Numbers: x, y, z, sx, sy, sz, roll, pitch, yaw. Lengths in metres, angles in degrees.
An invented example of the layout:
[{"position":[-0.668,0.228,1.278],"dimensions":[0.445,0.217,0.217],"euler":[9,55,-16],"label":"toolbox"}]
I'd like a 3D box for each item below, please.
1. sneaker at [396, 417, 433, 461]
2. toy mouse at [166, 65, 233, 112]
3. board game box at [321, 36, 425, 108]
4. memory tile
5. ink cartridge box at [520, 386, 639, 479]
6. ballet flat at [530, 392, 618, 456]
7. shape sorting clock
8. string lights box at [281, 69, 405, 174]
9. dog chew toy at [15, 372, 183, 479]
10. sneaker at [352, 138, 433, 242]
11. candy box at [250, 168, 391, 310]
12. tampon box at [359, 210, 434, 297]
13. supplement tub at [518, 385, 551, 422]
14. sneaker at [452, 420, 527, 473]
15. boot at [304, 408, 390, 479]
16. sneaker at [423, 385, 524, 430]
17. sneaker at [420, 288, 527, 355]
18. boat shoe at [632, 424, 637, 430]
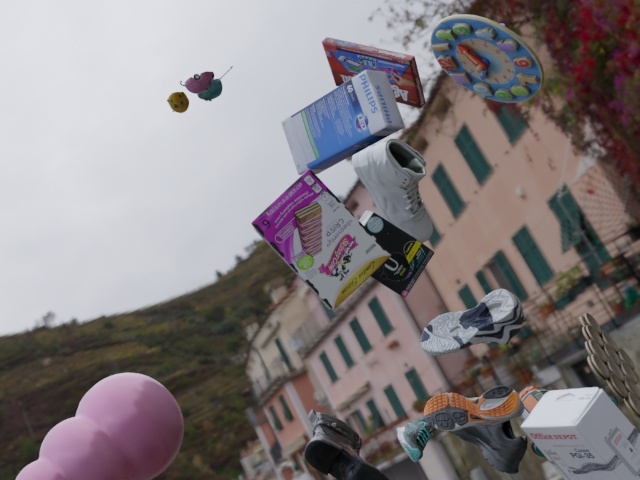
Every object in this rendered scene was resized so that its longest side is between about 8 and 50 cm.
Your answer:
[{"position":[0.211,0.424,1.823],"dimensions":[0.076,0.065,0.166],"euler":[-34,5,3],"label":"sneaker"},{"position":[-0.222,-0.287,1.593],"dimensions":[0.143,0.031,0.161],"euler":[-28,-6,-5],"label":"toy mouse"},{"position":[0.132,-0.425,2.115],"dimensions":[0.027,0.281,0.145],"euler":[-49,-41,-24],"label":"board game box"},{"position":[0.398,0.168,1.148],"dimensions":[0.012,0.113,0.148],"euler":[-40,11,26],"label":"memory tile"},{"position":[0.606,0.467,1.830],"dimensions":[0.117,0.283,0.207],"euler":[-43,5,-24],"label":"ink cartridge box"},{"position":[0.718,0.514,2.405],"dimensions":[0.280,0.095,0.096],"euler":[-36,1,11],"label":"ballet flat"},{"position":[0.277,-0.301,1.411],"dimensions":[0.040,0.206,0.206],"euler":[-56,-9,-14],"label":"shape sorting clock"},{"position":[0.044,-0.252,1.823],"dimensions":[0.260,0.133,0.077],"euler":[-24,-11,38],"label":"string lights box"},{"position":[-0.407,0.390,1.511],"dimensions":[0.332,0.206,0.206],"euler":[-39,-6,-37],"label":"dog chew toy"},{"position":[0.212,-0.118,2.055],"dimensions":[0.108,0.292,0.169],"euler":[-46,16,-28],"label":"sneaker"},{"position":[0.000,0.000,1.628],"dimensions":[0.159,0.233,0.071],"euler":[-44,-1,-5],"label":"candy box"},{"position":[0.140,0.027,1.812],"dimensions":[0.120,0.161,0.101],"euler":[-58,7,1],"label":"tampon box"},{"position":[0.611,0.474,2.256],"dimensions":[0.117,0.117,0.190],"euler":[-27,21,-3],"label":"supplement tub"},{"position":[0.469,0.529,2.373],"dimensions":[0.109,0.286,0.130],"euler":[8,-68,-51],"label":"sneaker"},{"position":[0.075,0.487,1.898],"dimensions":[0.091,0.263,0.229],"euler":[-52,-2,8],"label":"boot"},{"position":[0.396,0.443,2.141],"dimensions":[0.262,0.099,0.121],"euler":[-13,-31,28],"label":"sneaker"},{"position":[0.348,0.200,1.841],"dimensions":[0.235,0.094,0.153],"euler":[-36,-40,17],"label":"sneaker"},{"position":[0.852,0.608,2.351],"dimensions":[0.066,0.183,0.066],"euler":[7,-20,38],"label":"boat shoe"}]
